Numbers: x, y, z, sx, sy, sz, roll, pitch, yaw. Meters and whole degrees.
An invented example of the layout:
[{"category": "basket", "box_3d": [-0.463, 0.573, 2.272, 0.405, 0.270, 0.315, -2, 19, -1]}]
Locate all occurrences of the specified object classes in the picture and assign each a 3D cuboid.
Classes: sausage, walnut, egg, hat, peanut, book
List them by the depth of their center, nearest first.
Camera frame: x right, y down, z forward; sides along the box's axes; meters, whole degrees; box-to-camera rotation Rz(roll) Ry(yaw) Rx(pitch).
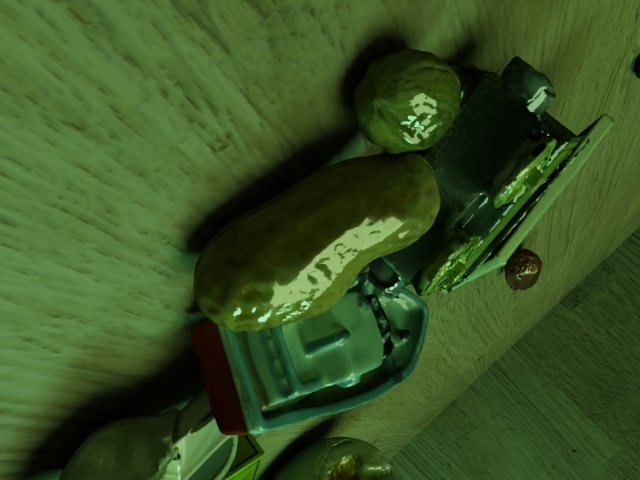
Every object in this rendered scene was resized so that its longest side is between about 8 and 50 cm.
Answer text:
[{"category": "walnut", "box_3d": [0.068, -0.109, 0.517, 0.092, 0.092, 0.092, -35, 156, -18]}, {"category": "peanut", "box_3d": [0.000, 0.000, 0.546, 0.226, 0.095, 0.108, -32, 126, -8]}, {"category": "hat", "box_3d": [-0.170, 0.205, 0.686, 0.219, 0.164, 0.226, 105, 0, -45]}, {"category": "book", "box_3d": [0.258, -0.031, 0.878, 0.217, 0.021, 0.310, -51, 174, -9]}, {"category": "egg", "box_3d": [0.013, 0.570, 1.330, 0.278, 0.278, 0.336, -13, 139, -50]}, {"category": "sausage", "box_3d": [0.429, 0.063, 1.396, 0.076, 0.076, 0.141, -42, 155, -2]}]

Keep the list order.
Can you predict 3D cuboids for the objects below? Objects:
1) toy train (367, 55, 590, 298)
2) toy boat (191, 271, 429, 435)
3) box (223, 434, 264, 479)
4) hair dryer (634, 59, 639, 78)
[{"category": "toy train", "box_3d": [0.138, -0.059, 0.655, 0.261, 0.134, 0.177, -55, 163, 27]}, {"category": "toy boat", "box_3d": [0.027, 0.102, 0.695, 0.133, 0.145, 0.332, -25, 169, 31]}, {"category": "box", "box_3d": [-0.169, 0.376, 0.988, 0.141, 0.064, 0.220, -27, 153, -32]}, {"category": "hair dryer", "box_3d": [0.506, -0.282, 0.991, 0.083, 0.031, 0.079, -61, 163, 20]}]
